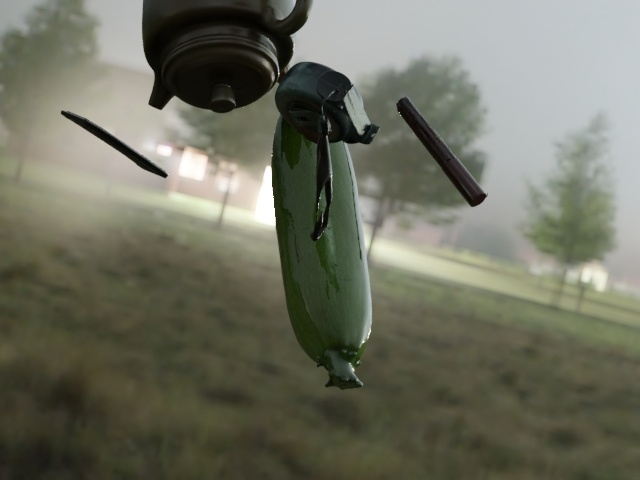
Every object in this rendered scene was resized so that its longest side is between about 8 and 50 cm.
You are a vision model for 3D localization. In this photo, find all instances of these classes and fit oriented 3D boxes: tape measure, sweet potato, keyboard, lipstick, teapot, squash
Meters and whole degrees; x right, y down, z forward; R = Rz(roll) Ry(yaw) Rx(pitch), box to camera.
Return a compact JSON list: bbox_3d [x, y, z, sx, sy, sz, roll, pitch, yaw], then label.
[{"bbox_3d":[-0.019,-0.101,1.876,0.107,0.180,0.104,14,-14,33],"label":"tape measure"},{"bbox_3d":[-0.064,-0.264,2.577,0.034,0.034,0.095,16,-32,40],"label":"sweet potato"},{"bbox_3d":[-0.244,-0.115,2.035,0.053,0.010,0.155,22,-9,42],"label":"keyboard"},{"bbox_3d":[0.148,-0.113,2.134,0.027,0.027,0.176,11,38,-57],"label":"lipstick"},{"bbox_3d":[-0.110,-0.237,2.035,0.267,0.175,0.185,-26,-33,35],"label":"teapot"},{"bbox_3d":[0.000,0.000,2.026,0.107,0.395,0.107,-6,-31,-4],"label":"squash"}]
